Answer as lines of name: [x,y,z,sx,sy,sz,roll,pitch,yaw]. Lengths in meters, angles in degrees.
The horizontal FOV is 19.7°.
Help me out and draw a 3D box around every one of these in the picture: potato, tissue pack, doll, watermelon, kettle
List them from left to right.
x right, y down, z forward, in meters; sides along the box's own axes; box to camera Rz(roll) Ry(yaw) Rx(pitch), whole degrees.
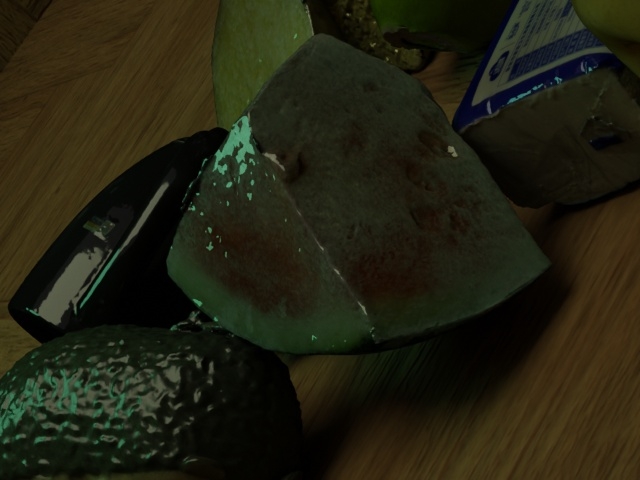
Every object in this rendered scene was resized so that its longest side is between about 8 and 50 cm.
doll: [-0.162,0.191,1.700,0.349,0.247,0.247,-17,39,43]
kettle: [-0.171,0.011,1.967,0.290,0.207,0.268,-55,-5,-13]
potato: [-0.024,-0.182,2.077,0.239,0.116,0.299,-53,45,51]
watermelon: [0.011,-0.047,1.584,0.228,0.258,0.387,-17,23,-30]
tissue pack: [0.250,-0.172,1.578,0.209,0.137,0.270,-27,29,50]

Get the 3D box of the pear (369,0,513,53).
pear: [0.141,-0.306,1.927,0.187,0.187,0.220,-2,74,62]

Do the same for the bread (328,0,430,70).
bread: [0.060,-0.264,2.085,0.147,0.152,0.127,-9,46,47]

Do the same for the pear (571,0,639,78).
pear: [0.314,-0.233,1.332,0.309,0.309,0.309,-41,23,22]

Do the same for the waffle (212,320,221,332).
waffle: [0.001,0.002,1.854,0.291,0.051,0.291,-37,20,16]
